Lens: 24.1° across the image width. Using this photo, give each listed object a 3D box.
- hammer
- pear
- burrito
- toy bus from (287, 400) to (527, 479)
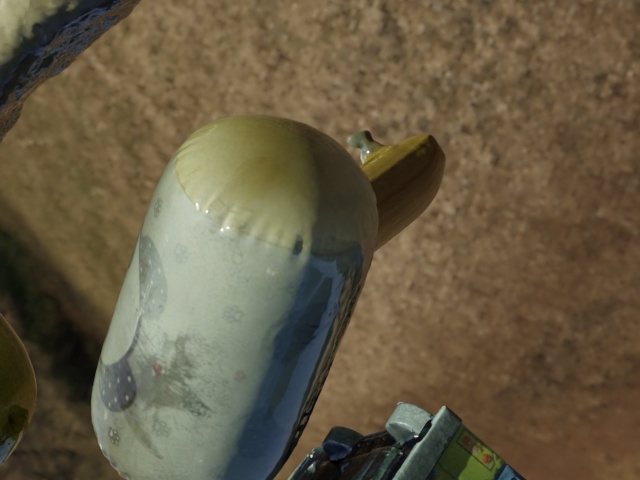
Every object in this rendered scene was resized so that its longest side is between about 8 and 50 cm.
[{"bbox_3d":[0.000,0.000,0.806,0.113,0.305,0.202,33,124,12],"label":"hammer"},{"bbox_3d":[-0.329,0.134,1.225,0.166,0.180,0.216,-4,-162,14],"label":"pear"},{"bbox_3d":[-0.215,-0.156,1.059,0.105,0.299,0.143,58,-154,14],"label":"burrito"},{"bbox_3d":[0.071,0.279,1.428,0.190,0.152,0.312,41,154,-10],"label":"toy bus"}]
